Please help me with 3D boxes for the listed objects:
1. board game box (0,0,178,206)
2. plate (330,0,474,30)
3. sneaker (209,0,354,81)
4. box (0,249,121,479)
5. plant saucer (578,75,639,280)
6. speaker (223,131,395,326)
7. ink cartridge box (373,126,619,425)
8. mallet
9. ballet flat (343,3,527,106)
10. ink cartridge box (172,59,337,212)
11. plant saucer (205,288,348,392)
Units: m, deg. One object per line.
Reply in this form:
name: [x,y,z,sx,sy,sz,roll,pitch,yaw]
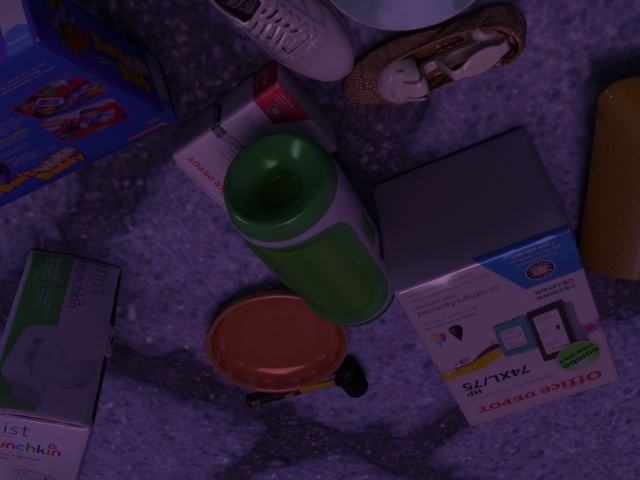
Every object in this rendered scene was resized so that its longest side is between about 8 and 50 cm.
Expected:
board game box: [-0.351,-0.111,0.780,0.347,0.078,0.233,-22,165,13]
plate: [0.085,-0.288,0.769,0.188,0.024,0.188,-2,141,-2]
sneaker: [-0.054,-0.226,0.778,0.090,0.094,0.235,-39,124,23]
box: [-0.340,0.188,0.992,0.127,0.262,0.231,13,129,-15]
plant saucer: [0.489,-0.067,0.927,0.333,0.081,0.332,-11,140,4]
speaker: [0.000,0.000,0.899,0.131,0.131,0.296,-19,150,11]
ink cartridge box: [0.214,0.050,0.964,0.198,0.197,0.270,-22,129,14]
mallet: [-0.026,0.218,1.194,0.190,0.039,0.062,-10,131,9]
ballet flat: [0.121,-0.187,0.842,0.206,0.067,0.073,-24,129,15]
ink cartridge box: [-0.074,-0.113,0.890,0.150,0.063,0.109,-31,127,19]
plant saucer: [-0.061,0.138,1.120,0.200,0.037,0.200,-2,129,-3]
